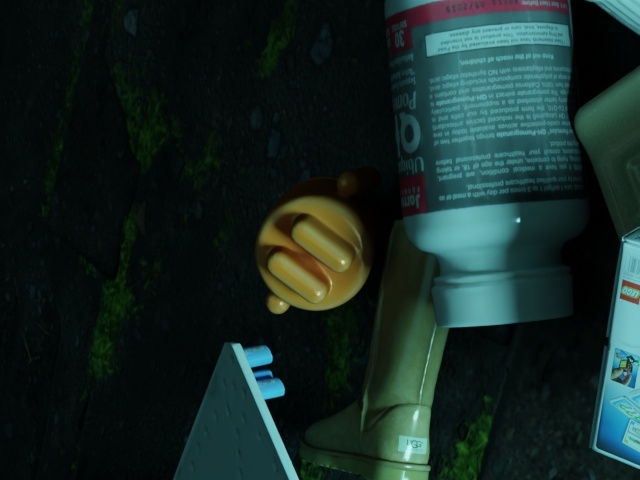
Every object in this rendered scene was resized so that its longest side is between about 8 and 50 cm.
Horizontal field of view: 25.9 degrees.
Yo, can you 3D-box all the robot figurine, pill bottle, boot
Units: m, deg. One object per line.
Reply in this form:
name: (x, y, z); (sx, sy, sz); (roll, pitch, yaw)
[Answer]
robot figurine: (0.002, -0.001, 1.498); (0.219, 0.128, 0.158); (-63, -29, -76)
pill bottle: (0.159, -0.083, 1.302); (0.176, 0.176, 0.318); (-7, 87, 51)
boot: (0.072, 0.116, 1.481); (0.236, 0.089, 0.269); (0, 79, 61)

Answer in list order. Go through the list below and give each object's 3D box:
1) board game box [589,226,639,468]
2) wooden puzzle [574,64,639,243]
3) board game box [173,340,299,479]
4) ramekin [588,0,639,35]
board game box: (0.359, 0.122, 1.041); (0.305, 0.053, 0.193); (20, 119, 33)
wooden puzzle: (0.388, -0.023, 1.107); (0.322, 0.080, 0.348); (-37, 64, 43)
board game box: (-0.061, 0.373, 1.565); (0.390, 0.050, 0.390); (63, 147, 33)
ramekin: (0.304, -0.250, 1.108); (0.207, 0.109, 0.207); (-46, 18, 19)
